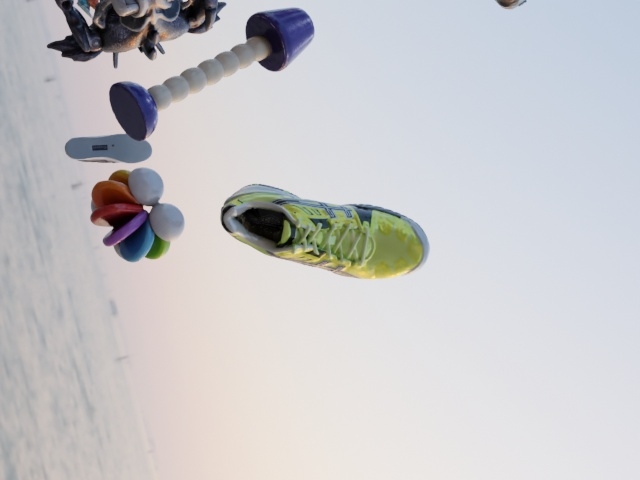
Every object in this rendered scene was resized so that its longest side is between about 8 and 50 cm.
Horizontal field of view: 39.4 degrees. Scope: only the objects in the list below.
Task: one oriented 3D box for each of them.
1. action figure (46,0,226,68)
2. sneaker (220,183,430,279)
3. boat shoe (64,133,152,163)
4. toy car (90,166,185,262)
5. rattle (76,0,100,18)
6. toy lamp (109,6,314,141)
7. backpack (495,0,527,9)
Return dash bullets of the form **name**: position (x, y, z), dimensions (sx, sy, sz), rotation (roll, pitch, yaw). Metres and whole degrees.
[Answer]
- **action figure**: position (-0.148, -0.226, 0.715), dimensions (0.276, 0.164, 0.141), rotation (166, -88, -74)
- **sneaker**: position (0.000, 0.000, 1.592), dimensions (0.147, 0.385, 0.145), rotation (-43, 141, -72)
- **boat shoe**: position (-0.460, -0.201, 1.950), dimensions (0.083, 0.183, 0.065), rotation (-165, -103, -77)
- **toy car**: position (-0.354, -0.037, 1.650), dimensions (0.182, 0.159, 0.136), rotation (61, 32, -7)
- **rattle**: position (-0.434, -0.414, 1.520), dimensions (0.199, 0.130, 0.143), rotation (47, -59, 0)
- **toy lamp**: position (-0.119, -0.208, 1.060), dimensions (0.080, 0.275, 0.080), rotation (33, -40, 33)
- **backpack**: position (0.377, -0.542, 1.682), dimensions (0.166, 0.188, 0.144), rotation (52, -3, 15)
